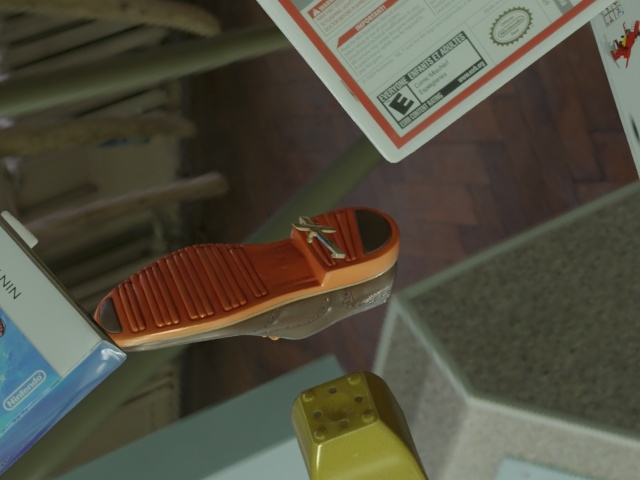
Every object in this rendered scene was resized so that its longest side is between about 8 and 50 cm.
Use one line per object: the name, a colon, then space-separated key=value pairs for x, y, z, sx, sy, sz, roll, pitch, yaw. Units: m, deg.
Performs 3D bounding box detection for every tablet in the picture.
tablet: x=-0.368 y=0.008 z=1.489 sx=0.054 sy=0.083 sz=0.006 roll=43 pitch=149 yaw=3

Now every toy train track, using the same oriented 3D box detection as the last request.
toy train track: x=0.000 y=0.000 z=1.307 sx=0.083 sy=0.048 sz=0.014 roll=45 pitch=123 yaw=51

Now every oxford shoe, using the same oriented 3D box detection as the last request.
oxford shoe: x=-0.077 y=0.077 z=1.518 sx=0.130 sy=0.364 sz=0.132 roll=-114 pitch=14 yaw=-44

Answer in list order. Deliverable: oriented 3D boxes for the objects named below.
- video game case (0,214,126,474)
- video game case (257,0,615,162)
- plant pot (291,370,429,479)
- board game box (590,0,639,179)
video game case: x=-0.316 y=0.082 z=0.915 sx=0.244 sy=0.269 sz=0.061 roll=45 pitch=173 yaw=20
video game case: x=0.033 y=-0.192 z=0.580 sx=0.285 sy=0.204 sz=0.025 roll=48 pitch=-170 yaw=-31
plant pot: x=0.022 y=0.138 z=0.910 sx=0.083 sy=0.081 sz=0.081 roll=69 pitch=-179 yaw=-46
board game box: x=0.249 y=-0.158 z=0.921 sx=0.053 sy=0.193 sz=0.305 roll=-26 pitch=67 yaw=34
